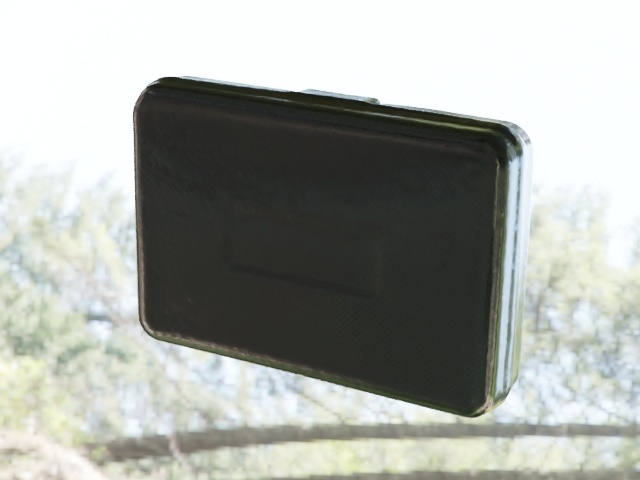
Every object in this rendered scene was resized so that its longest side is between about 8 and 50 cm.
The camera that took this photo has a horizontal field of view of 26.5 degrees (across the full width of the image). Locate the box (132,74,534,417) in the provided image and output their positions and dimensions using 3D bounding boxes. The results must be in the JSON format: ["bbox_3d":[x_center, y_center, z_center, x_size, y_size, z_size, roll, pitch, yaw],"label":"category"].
[{"bbox_3d":[0.000,0.000,0.737,0.230,0.050,0.160,11,-70,28],"label":"box"}]
